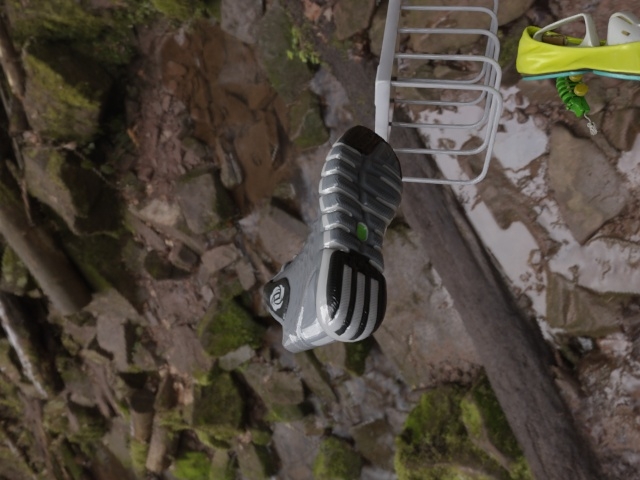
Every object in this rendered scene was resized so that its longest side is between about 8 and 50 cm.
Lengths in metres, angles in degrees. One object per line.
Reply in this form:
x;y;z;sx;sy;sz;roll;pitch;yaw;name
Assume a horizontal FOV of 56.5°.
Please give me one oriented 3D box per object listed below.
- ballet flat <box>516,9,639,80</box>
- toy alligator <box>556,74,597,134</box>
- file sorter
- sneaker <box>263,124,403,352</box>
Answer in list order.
0.327;-0.227;0.696;0.231;0.077;0.077;22;125;53;ballet flat
0.556;-0.311;1.309;0.056;0.051;0.190;85;179;-65;toy alligator
0.179;-0.242;0.915;0.173;0.278;0.193;5;141;8;file sorter
0.000;0.000;0.554;0.086;0.229;0.132;33;138;-23;sneaker
